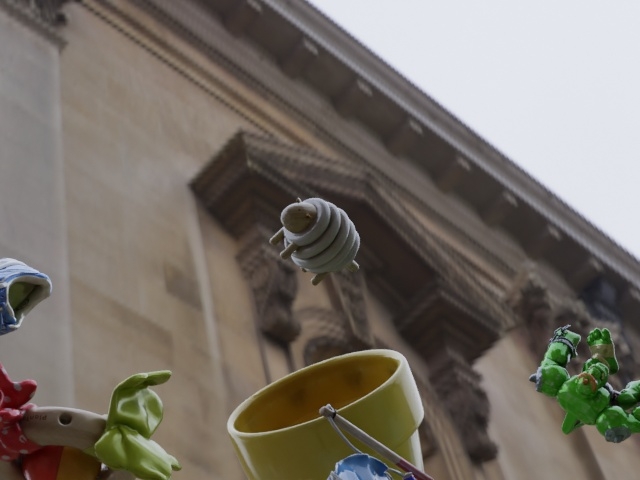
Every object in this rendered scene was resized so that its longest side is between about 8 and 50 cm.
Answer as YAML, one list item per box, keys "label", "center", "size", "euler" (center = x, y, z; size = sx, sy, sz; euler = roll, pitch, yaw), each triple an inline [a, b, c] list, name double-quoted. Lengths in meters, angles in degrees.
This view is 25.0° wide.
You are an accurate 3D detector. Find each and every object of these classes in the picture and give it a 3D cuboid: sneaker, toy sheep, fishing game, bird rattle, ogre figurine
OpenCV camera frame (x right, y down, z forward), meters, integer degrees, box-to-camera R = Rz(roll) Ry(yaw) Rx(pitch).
- label: "sneaker"
  center: [-0.403, 0.084, 1.676]
  size: [0.081, 0.211, 0.080]
  euler: [7, -55, 39]
- label: "toy sheep"
  center: [0.000, 0.000, 1.681]
  size: [0.091, 0.091, 0.132]
  euler: [-36, -48, 14]
- label: "fishing game"
  center: [0.079, 0.223, 1.059]
  size: [0.041, 0.264, 0.189]
  euler: [-45, -58, 14]
- label: "bird rattle"
  center: [-0.274, 0.218, 1.490]
  size: [0.253, 0.143, 0.207]
  euler: [0, -39, -14]
- label: "ogre figurine"
  center: [0.347, 0.186, 1.785]
  size: [0.118, 0.197, 0.097]
  euler: [-28, -19, -39]

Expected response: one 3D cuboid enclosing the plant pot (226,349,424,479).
- label: "plant pot"
  center: [0.033, 0.304, 1.911]
  size: [0.254, 0.254, 0.239]
  euler: [-20, -80, 3]
